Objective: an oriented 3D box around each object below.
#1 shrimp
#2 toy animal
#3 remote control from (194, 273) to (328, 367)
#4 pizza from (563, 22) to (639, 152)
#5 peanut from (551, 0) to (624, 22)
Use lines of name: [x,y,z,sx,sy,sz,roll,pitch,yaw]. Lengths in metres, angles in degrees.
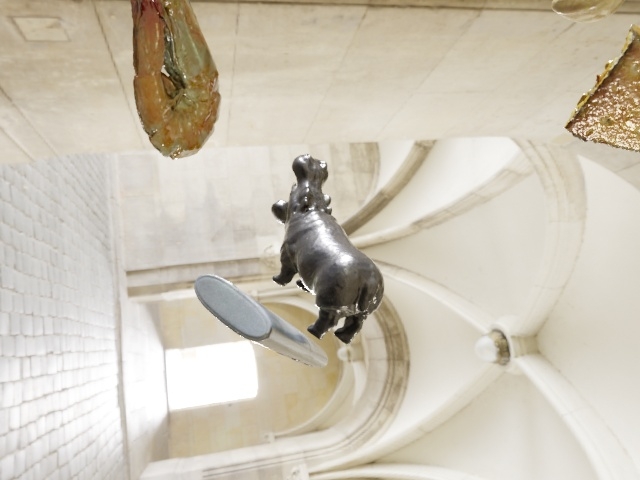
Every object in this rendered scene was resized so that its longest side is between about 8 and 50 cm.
shrimp: [-0.194,-0.232,0.624,0.154,0.062,0.294,-57,151,-38]
toy animal: [-0.012,0.007,0.843,0.168,0.106,0.343,-47,-133,27]
remote control: [-0.062,0.128,0.693,0.107,0.044,0.377,39,-8,19]
pizza: [0.371,-0.166,0.610,0.131,0.178,0.041,-30,-152,35]
peanut: [0.473,-0.449,0.759,0.120,0.298,0.136,46,-4,-30]
